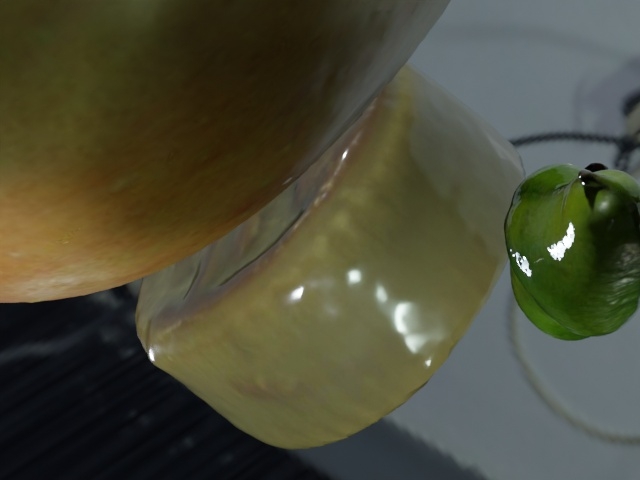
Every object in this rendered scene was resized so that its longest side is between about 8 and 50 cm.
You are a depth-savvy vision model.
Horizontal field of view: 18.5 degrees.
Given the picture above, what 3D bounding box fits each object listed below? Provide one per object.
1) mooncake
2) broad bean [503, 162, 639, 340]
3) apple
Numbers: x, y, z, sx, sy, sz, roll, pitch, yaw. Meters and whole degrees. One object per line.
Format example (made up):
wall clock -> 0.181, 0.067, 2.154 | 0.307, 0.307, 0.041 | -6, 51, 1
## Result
mooncake -> 0.000, 0.000, 1.361 | 0.155, 0.284, 0.284 | 41, 139, -20
broad bean -> 0.084, 0.005, 0.641 | 0.046, 0.195, 0.061 | 4, 93, 8
apple -> -0.090, -0.162, 0.703 | 0.305, 0.338, 0.338 | -34, 88, 20
